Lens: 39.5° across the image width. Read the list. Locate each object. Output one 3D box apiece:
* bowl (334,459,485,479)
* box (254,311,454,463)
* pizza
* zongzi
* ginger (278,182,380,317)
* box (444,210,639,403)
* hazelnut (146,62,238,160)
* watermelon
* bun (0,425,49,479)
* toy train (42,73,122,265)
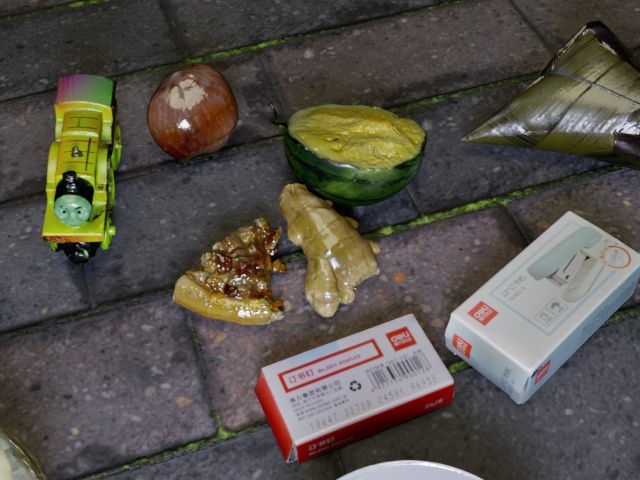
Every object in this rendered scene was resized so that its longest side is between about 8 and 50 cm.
[{"bbox_3d":[0.094,0.381,0.889,0.286,0.144,0.287,-1,48,1],"label":"bowl"},{"bbox_3d":[0.042,0.184,1.124,0.229,0.050,0.123,-19,49,-14],"label":"box"},{"bbox_3d":[-0.107,0.030,1.249,0.154,0.069,0.194,11,50,11],"label":"pizza"},{"bbox_3d":[0.405,-0.156,1.369,0.300,0.138,0.286,-32,62,-7],"label":"zongzi"},{"bbox_3d":[0.014,0.001,1.250,0.115,0.081,0.206,-25,70,11],"label":"ginger"},{"bbox_3d":[0.300,0.085,1.182,0.269,0.079,0.135,-36,57,-26],"label":"box"},{"bbox_3d":[-0.204,-0.205,1.415,0.154,0.143,0.143,-37,57,-25],"label":"hazelnut"},{"bbox_3d":[0.040,-0.122,1.334,0.232,0.127,0.204,0,35,-8],"label":"watermelon"},{"bbox_3d":[-0.406,0.319,0.956,0.259,0.152,0.259,-9,47,10],"label":"bun"},{"bbox_3d":[-0.352,-0.107,1.320,0.100,0.161,0.296,-1,49,-7],"label":"toy train"}]
